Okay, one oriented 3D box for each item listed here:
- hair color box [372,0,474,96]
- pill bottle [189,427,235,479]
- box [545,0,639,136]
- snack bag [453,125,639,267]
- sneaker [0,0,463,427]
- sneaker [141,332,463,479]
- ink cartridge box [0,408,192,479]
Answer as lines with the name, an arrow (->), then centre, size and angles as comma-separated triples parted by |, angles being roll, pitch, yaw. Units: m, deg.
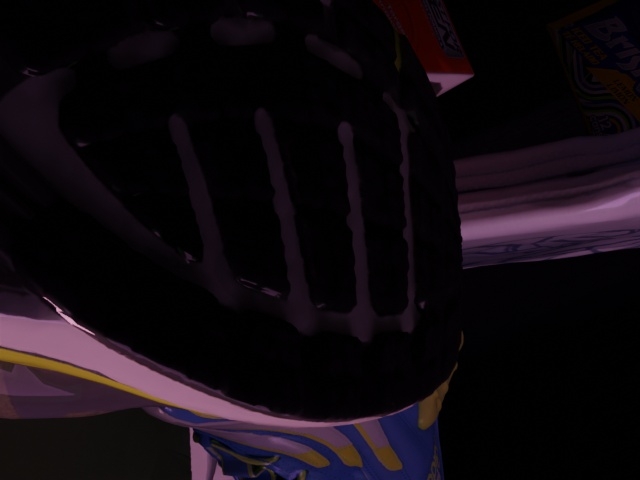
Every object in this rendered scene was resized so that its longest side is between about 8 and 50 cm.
hair color box -> -0.021, -0.051, 0.502 | 0.072, 0.043, 0.141 | -28, 170, 30
pill bottle -> -0.090, 0.101, 0.940 | 0.121, 0.121, 0.216 | -22, 179, 4
box -> 0.146, -0.067, 0.760 | 0.054, 0.059, 0.169 | -24, 171, 16
snack bag -> 0.000, 0.000, 0.727 | 0.342, 0.037, 0.323 | -9, 177, 18
sneaker -> -0.091, -0.010, 0.368 | 0.300, 0.111, 0.121 | 8, 166, -39
sneaker -> 0.004, 0.080, 0.673 | 0.091, 0.126, 0.240 | -5, 178, 25
ink cartridge box -> -0.129, 0.108, 0.581 | 0.235, 0.171, 0.056 | 8, 158, -33
